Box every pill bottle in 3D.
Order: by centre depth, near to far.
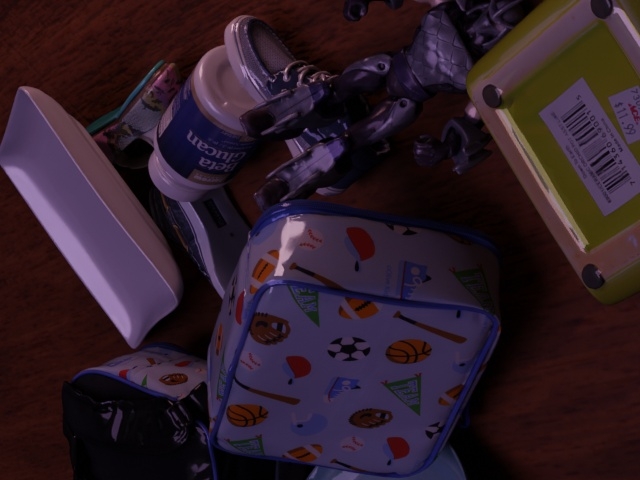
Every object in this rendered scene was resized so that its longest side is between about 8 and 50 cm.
[{"bbox_3d":[-0.107,-0.108,1.662,0.094,0.094,0.169,56,142,11],"label":"pill bottle"}]

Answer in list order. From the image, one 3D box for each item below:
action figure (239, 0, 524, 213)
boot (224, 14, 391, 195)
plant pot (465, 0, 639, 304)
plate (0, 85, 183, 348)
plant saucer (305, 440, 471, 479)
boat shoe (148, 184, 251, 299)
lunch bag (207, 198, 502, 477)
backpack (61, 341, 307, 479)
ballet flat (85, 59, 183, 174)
[{"bbox_3d":[0.061,-0.126,1.413,0.285,0.099,0.185,-31,74,34],"label":"action figure"},{"bbox_3d":[-0.008,-0.139,1.560,0.086,0.069,0.190,-34,90,44],"label":"boot"},{"bbox_3d":[0.246,-0.097,1.152,0.228,0.207,0.227,59,142,6],"label":"plant pot"},{"bbox_3d":[-0.247,-0.026,1.858,0.278,0.045,0.277,53,160,2],"label":"plate"},{"bbox_3d":[0.052,0.325,1.626,0.317,0.043,0.318,-35,43,40],"label":"plant saucer"},{"bbox_3d":[-0.115,0.003,1.766,0.183,0.065,0.083,64,147,10],"label":"boat shoe"},{"bbox_3d":[0.031,0.097,1.508,0.303,0.243,0.115,110,164,-51],"label":"lunch bag"},{"bbox_3d":[-0.149,0.228,1.809,0.263,0.213,0.277,17,114,38],"label":"backpack"},{"bbox_3d":[-0.182,-0.120,1.776,0.079,0.077,0.221,48,149,-8],"label":"ballet flat"}]
